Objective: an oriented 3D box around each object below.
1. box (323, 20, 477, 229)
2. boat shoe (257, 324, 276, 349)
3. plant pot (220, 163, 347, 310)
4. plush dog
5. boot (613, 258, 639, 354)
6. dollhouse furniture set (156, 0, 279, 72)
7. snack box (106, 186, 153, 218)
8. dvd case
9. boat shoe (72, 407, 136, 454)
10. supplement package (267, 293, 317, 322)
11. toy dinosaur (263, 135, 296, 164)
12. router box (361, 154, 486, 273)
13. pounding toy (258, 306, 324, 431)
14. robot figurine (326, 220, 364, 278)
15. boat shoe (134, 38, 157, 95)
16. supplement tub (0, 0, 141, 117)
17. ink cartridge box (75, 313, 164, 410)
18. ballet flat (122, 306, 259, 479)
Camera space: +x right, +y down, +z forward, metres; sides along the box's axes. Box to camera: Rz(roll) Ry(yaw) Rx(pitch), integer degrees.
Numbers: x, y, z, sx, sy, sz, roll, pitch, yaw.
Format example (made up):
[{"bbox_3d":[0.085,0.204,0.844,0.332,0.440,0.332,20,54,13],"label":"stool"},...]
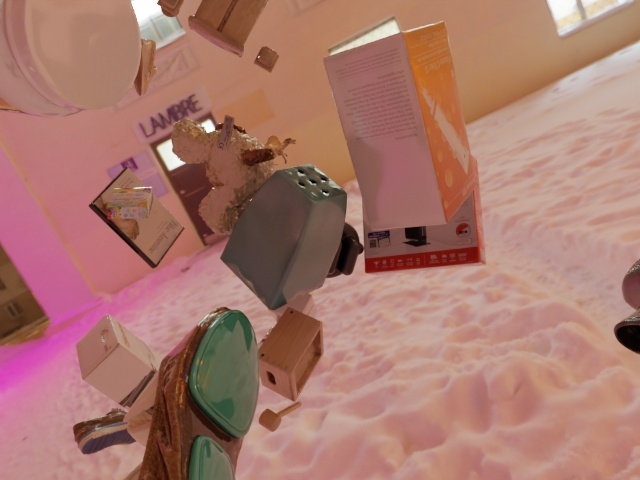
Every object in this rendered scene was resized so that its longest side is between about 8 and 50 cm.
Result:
[{"bbox_3d":[0.170,-0.224,0.990,0.168,0.346,0.215,-4,24,35],"label":"box"},{"bbox_3d":[-0.151,0.334,1.718,0.098,0.096,0.277,15,26,30],"label":"boat shoe"},{"bbox_3d":[-0.058,-0.022,0.986,0.165,0.165,0.234,-20,-36,-49],"label":"plant pot"},{"bbox_3d":[-0.174,-0.169,1.111,0.210,0.263,0.225,-21,8,15],"label":"plush dog"},{"bbox_3d":[0.568,0.104,0.837,0.222,0.118,0.338,-33,-13,-11],"label":"boot"},{"bbox_3d":[-0.216,-0.608,1.206,0.304,0.355,0.174,-63,13,-6],"label":"dollhouse furniture set"},{"bbox_3d":[-0.496,-0.099,1.311,0.100,0.037,0.141,-4,27,-11],"label":"snack box"},{"bbox_3d":[-0.523,-0.066,1.451,0.022,0.253,0.181,-18,33,33],"label":"dvd case"},{"bbox_3d":[-0.416,0.376,1.025,0.066,0.066,0.183,-55,-27,9],"label":"boat shoe"},{"bbox_3d":[-0.085,0.221,1.595,0.105,0.105,0.179,-59,-17,-17],"label":"supplement package"},{"bbox_3d":[-0.154,-0.284,1.578,0.053,0.093,0.183,5,16,43],"label":"toy dinosaur"},{"bbox_3d":[0.284,-0.064,1.430,0.335,0.302,0.082,-9,-12,31],"label":"router box"},{"bbox_3d":[-0.081,0.273,1.012,0.094,0.181,0.206,21,53,20],"label":"pounding toy"},{"bbox_3d":[0.001,0.002,1.408,0.173,0.209,0.278,-42,35,-6],"label":"robot figurine"},{"bbox_3d":[-0.494,-0.489,1.423,0.059,0.063,0.170,-19,-32,-37],"label":"boat shoe"},{"bbox_3d":[-0.471,-0.315,0.755,0.330,0.241,0.241,11,27,21],"label":"supplement tub"},{"bbox_3d":[-0.660,0.480,1.796,0.166,0.395,0.285,-46,31,-13],"label":"ink cartridge box"},{"bbox_3d":[-0.127,0.192,0.455,0.124,0.116,0.343,-27,31,10],"label":"ballet flat"}]
